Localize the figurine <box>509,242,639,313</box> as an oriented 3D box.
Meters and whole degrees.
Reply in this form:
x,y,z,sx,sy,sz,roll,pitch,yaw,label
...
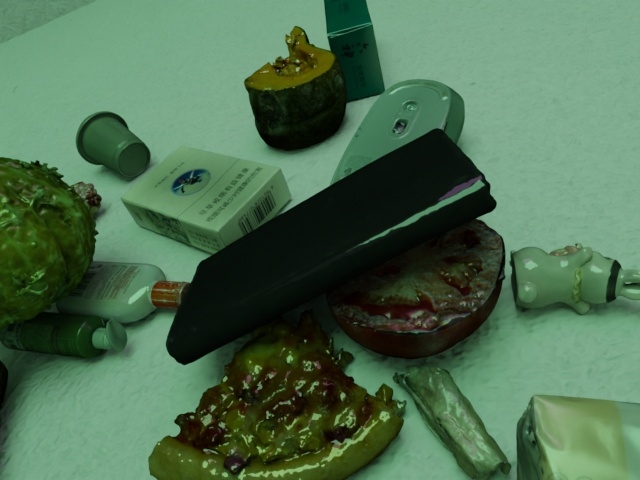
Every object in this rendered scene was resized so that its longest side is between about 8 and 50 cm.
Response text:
x,y,z,sx,sy,sz,roll,pitch,yaw,label
0.299,0.030,0.595,0.146,0.081,0.098,-7,45,14,figurine

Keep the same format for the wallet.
x,y,z,sx,sy,sz,roll,pitch,yaw,label
0.000,0.001,0.649,0.405,0.062,0.228,-29,24,12,wallet

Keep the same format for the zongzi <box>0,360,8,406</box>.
x,y,z,sx,sy,sz,roll,pitch,yaw,label
-0.556,0.280,0.619,0.299,0.139,0.286,-22,41,0,zongzi

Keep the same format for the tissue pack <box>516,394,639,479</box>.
x,y,z,sx,sy,sz,roll,pitch,yaw,label
0.264,0.183,0.382,0.222,0.186,0.090,2,60,21,tissue pack

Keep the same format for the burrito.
x,y,z,sx,sy,sz,roll,pitch,yaw,label
0.135,0.182,0.531,0.055,0.041,0.149,-38,45,0,burrito

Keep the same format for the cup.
x,y,z,sx,sy,sz,roll,pitch,yaw,label
-0.425,-0.196,1.067,0.141,0.120,0.120,29,61,26,cup

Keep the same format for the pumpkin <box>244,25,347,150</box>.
x,y,z,sx,sy,sz,roll,pitch,yaw,label
-0.063,-0.302,1.017,0.189,0.139,0.281,-25,42,-6,pumpkin

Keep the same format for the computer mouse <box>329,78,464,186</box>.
x,y,z,sx,sy,sz,roll,pitch,yaw,label
0.128,-0.136,0.813,0.159,0.097,0.289,16,68,29,computer mouse

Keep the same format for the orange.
x,y,z,sx,sy,sz,roll,pitch,yaw,label
-0.480,0.001,0.706,0.299,0.224,0.301,-2,26,15,orange

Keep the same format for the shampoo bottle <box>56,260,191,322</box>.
x,y,z,sx,sy,sz,roll,pitch,yaw,label
-0.294,0.079,0.782,0.220,0.051,0.108,2,43,21,shampoo bottle

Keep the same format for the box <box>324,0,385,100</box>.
x,y,z,sx,sy,sz,roll,pitch,yaw,label
0.068,-0.427,1.081,0.092,0.153,0.245,-12,46,8,box

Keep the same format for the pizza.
x,y,z,sx,sy,sz,roll,pitch,yaw,label
-0.053,0.173,0.580,0.289,0.081,0.229,-13,43,10,pizza

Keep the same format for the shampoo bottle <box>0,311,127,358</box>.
x,y,z,sx,sy,sz,roll,pitch,yaw,label
-0.371,0.135,0.744,0.204,0.065,0.065,1,47,21,shampoo bottle

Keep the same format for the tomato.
x,y,z,sx,sy,sz,roll,pitch,yaw,label
0.119,0.055,0.626,0.224,0.085,0.225,-17,34,12,tomato

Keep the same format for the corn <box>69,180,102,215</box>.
x,y,z,sx,sy,sz,roll,pitch,yaw,label
-0.535,-0.012,0.939,0.092,0.092,0.280,28,56,38,corn

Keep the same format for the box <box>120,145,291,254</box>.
x,y,z,sx,sy,sz,roll,pitch,yaw,label
-0.200,-0.074,0.883,0.256,0.069,0.164,17,54,34,box
